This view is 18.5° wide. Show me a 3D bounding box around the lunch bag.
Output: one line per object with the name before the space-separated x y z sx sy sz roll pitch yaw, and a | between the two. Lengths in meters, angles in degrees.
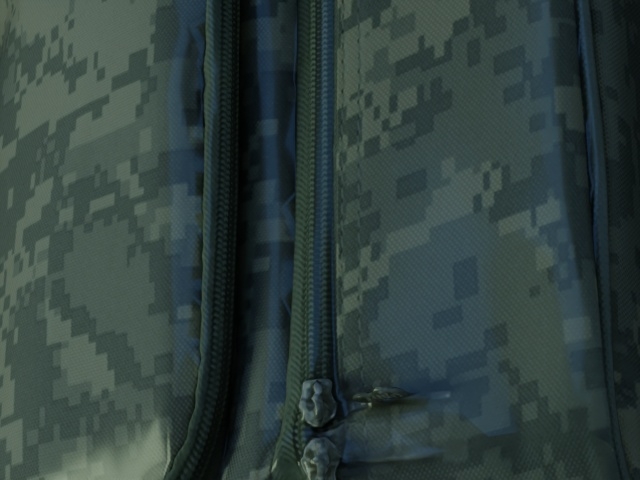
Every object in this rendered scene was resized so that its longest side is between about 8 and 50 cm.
lunch bag | 0.000 0.000 0.670 0.256 0.212 0.305 -9 67 22
